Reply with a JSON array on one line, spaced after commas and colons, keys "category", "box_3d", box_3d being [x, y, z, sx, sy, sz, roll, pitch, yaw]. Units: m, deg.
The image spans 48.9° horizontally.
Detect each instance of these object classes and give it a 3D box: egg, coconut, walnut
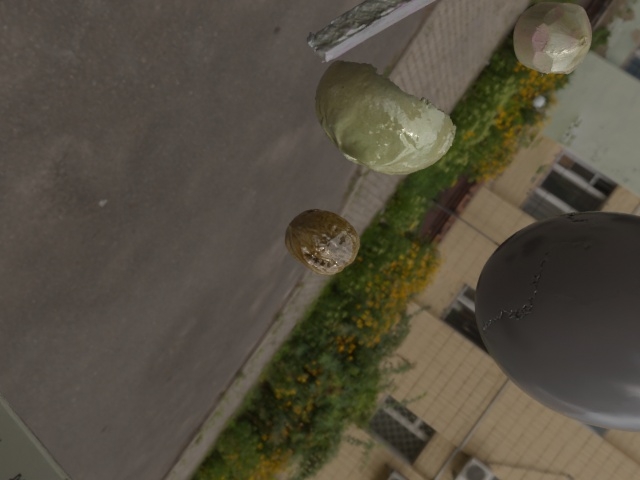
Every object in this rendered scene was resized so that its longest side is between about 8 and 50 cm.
[{"category": "egg", "box_3d": [0.201, 0.054, 0.480, 0.146, 0.198, 0.147, -11, 104, -49]}, {"category": "coconut", "box_3d": [0.538, -0.457, 1.607, 0.170, 0.183, 0.171, -12, 121, -21]}, {"category": "walnut", "box_3d": [0.000, 0.000, 1.697, 0.155, 0.184, 0.155, -47, -154, 31]}]

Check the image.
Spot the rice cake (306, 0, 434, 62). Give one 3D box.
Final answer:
[{"category": "rice cake", "box_3d": [0.101, -0.332, 1.000, 0.270, 0.049, 0.055, -31, 176, -7]}]

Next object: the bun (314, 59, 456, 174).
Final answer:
[{"category": "bun", "box_3d": [0.139, -0.273, 1.705, 0.202, 0.364, 0.364, -60, 169, 4]}]

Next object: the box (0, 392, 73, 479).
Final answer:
[{"category": "box", "box_3d": [-0.385, 0.215, 0.653, 0.210, 0.330, 0.095, -41, 144, -25]}]
